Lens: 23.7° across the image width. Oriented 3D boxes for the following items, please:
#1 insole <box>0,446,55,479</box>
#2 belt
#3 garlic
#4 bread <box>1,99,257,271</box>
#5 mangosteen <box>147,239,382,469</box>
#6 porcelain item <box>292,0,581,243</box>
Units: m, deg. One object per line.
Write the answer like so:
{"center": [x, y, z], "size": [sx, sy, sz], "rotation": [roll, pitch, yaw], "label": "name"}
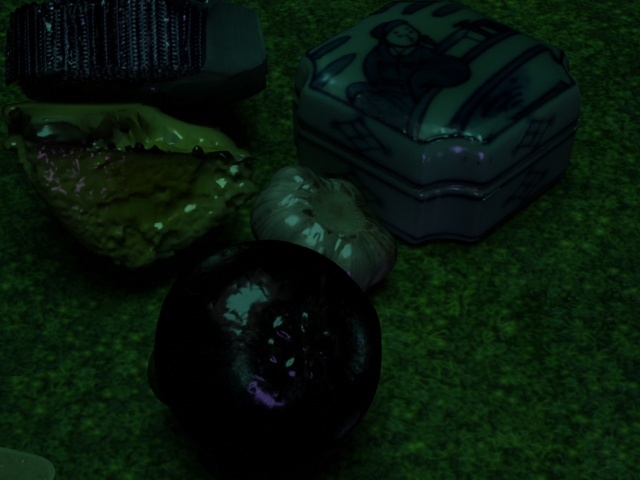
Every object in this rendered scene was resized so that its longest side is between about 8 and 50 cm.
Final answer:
{"center": [-0.364, 0.198, 1.418], "size": [0.248, 0.011, 0.081], "rotation": [12, 40, 12], "label": "insole"}
{"center": [-0.195, -0.206, 1.720], "size": [0.260, 0.122, 0.325], "rotation": [-6, -5, 26], "label": "belt"}
{"center": [0.000, 0.000, 1.600], "size": [0.159, 0.102, 0.147], "rotation": [33, 42, 1], "label": "garlic"}
{"center": [-0.213, -0.072, 1.624], "size": [0.262, 0.162, 0.204], "rotation": [9, 19, -23], "label": "bread"}
{"center": [-0.050, 0.107, 1.408], "size": [0.216, 0.216, 0.216], "rotation": [1, 39, -1], "label": "mangosteen"}
{"center": [0.130, -0.145, 1.741], "size": [0.286, 0.157, 0.281], "rotation": [32, 47, 31], "label": "porcelain item"}
